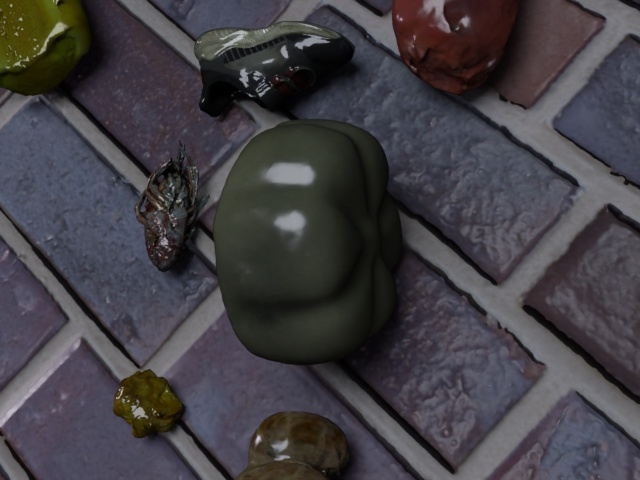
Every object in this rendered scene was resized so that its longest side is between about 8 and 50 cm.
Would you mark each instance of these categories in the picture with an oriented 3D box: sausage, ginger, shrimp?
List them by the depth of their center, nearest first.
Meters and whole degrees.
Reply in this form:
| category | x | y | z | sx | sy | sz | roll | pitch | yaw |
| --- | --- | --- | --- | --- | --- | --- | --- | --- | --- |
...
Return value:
| category | x | y | z | sx | sy | sz | roll | pitch | yaw |
| --- | --- | --- | --- | --- | --- | --- | --- | --- | --- |
| ginger | -0.069 | 0.322 | 1.019 | 0.304 | 0.155 | 0.244 | -40 | 52 | -8 |
| sausage | 0.169 | -0.312 | 1.200 | 0.152 | 0.152 | 0.280 | 4 | 70 | 23 |
| shrimp | -0.189 | -0.049 | 1.269 | 0.073 | 0.074 | 0.190 | -28 | 42 | 45 |

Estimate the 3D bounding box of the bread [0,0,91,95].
| category | x | y | z | sx | sy | sz | roll | pitch | yaw |
| --- | --- | --- | --- | --- | --- | --- | --- | --- | --- |
| bread | -0.448 | -0.377 | 1.489 | 0.166 | 0.112 | 0.384 | -32 | 61 | 8 |

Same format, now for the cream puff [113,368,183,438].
| category | x | y | z | sx | sy | sz | roll | pitch | yaw |
| --- | --- | --- | --- | --- | --- | --- | --- | --- | --- |
| cream puff | -0.208 | 0.191 | 1.172 | 0.083 | 0.058 | 0.083 | -12 | 62 | 14 |

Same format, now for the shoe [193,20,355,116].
| category | x | y | z | sx | sy | sz | roll | pitch | yaw |
| --- | --- | --- | --- | --- | --- | --- | --- | --- | --- |
| shoe | -0.066 | -0.215 | 1.285 | 0.227 | 0.099 | 0.112 | 3 | 75 | 27 |

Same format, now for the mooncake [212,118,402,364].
| category | x | y | z | sx | sy | sz | roll | pitch | yaw |
| --- | --- | --- | --- | --- | --- | --- | --- | --- | --- |
| mooncake | 0.000 | 0.000 | 1.063 | 0.135 | 0.275 | 0.275 | -1 | 67 | 24 |
